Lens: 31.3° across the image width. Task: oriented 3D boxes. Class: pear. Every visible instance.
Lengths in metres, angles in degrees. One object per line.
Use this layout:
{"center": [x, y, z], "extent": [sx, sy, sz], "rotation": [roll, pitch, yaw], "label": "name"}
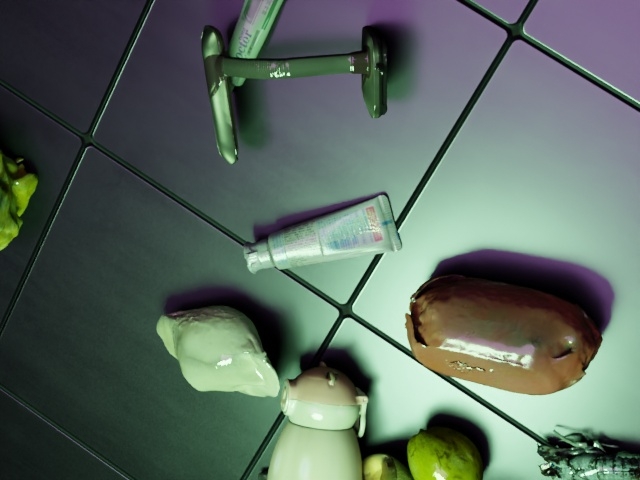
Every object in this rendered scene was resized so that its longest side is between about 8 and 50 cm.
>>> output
{"center": [0.190, 0.339, 1.732], "extent": [0.107, 0.107, 0.131], "rotation": [-37, 77, 25], "label": "pear"}

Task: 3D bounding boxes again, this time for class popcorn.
{"center": [-0.573, -0.074, 1.841], "extent": [0.169, 0.189, 0.218], "rotation": [-14, 107, 30], "label": "popcorn"}

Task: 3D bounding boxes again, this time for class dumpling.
{"center": [-0.159, 0.187, 1.813], "extent": [0.216, 0.126, 0.166], "rotation": [-1, 132, 11], "label": "dumpling"}

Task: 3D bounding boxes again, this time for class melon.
{"center": [0.125, 0.390, 1.766], "extent": [0.128, 0.160, 0.079], "rotation": [34, 97, -22], "label": "melon"}

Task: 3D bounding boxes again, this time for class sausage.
{"center": [0.256, 0.134, 1.625], "extent": [0.280, 0.152, 0.152], "rotation": [10, 109, 15], "label": "sausage"}

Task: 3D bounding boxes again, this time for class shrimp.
{"center": [0.399, 0.321, 1.672], "extent": [0.174, 0.076, 0.082], "rotation": [0, 83, 19], "label": "shrimp"}

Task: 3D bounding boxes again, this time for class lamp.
{"center": [-0.039, -0.199, 1.627], "extent": [0.283, 0.124, 0.203], "rotation": [0, 115, 10], "label": "lamp"}

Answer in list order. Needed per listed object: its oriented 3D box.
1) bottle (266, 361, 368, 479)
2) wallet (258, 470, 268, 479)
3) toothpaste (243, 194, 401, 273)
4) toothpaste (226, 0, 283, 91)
{"center": [-0.003, 0.308, 1.766], "extent": [0.147, 0.147, 0.236], "rotation": [6, 91, 18], "label": "bottle"}
{"center": [-0.032, 0.497, 1.898], "extent": [0.124, 0.025, 0.244], "rotation": [-3, 104, 19], "label": "wallet"}
{"center": [0.000, 0.000, 1.731], "extent": [0.234, 0.057, 0.089], "rotation": [-14, 103, 16], "label": "toothpaste"}
{"center": [-0.102, -0.310, 1.681], "extent": [0.064, 0.041, 0.218], "rotation": [25, 110, -1], "label": "toothpaste"}
